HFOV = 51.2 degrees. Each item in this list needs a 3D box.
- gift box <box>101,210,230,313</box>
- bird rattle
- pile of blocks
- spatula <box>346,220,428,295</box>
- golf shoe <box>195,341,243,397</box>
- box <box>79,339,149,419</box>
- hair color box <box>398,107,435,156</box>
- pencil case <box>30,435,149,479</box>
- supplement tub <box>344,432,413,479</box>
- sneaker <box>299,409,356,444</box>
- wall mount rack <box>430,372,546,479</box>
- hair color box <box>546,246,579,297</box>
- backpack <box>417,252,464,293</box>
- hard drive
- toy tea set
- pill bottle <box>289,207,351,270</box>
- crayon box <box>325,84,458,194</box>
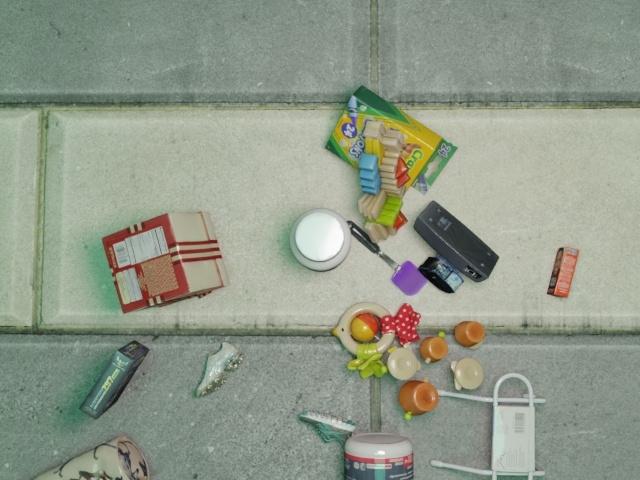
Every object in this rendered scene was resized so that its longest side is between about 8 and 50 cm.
[{"bbox_3d":[-0.434,0.053,1.855,0.276,0.258,0.255,-13,87,20],"label":"gift box"},{"bbox_3d":[0.153,0.259,1.893,0.207,0.143,0.253,39,84,20],"label":"bird rattle"},{"bbox_3d":[0.182,-0.145,1.822,0.112,0.149,0.362,12,129,30],"label":"pile of blocks"},{"bbox_3d":[0.184,0.045,1.951,0.296,0.030,0.084,41,86,3],"label":"spatula"},{"bbox_3d":[-0.305,0.372,1.928,0.176,0.069,0.086,-46,66,-5],"label":"golf shoe"},{"bbox_3d":[-0.560,0.376,1.836,0.059,0.232,0.183,33,87,-3],"label":"box"},{"bbox_3d":[0.273,-0.304,1.946,0.167,0.093,0.053,38,86,3],"label":"hair color box"},{"bbox_3d":[-0.679,0.701,1.848,0.410,0.160,0.183,-27,78,-1],"label":"pencil case"},{"bbox_3d":[0.159,0.677,1.823,0.191,0.191,0.272,0,85,1],"label":"supplement tub"},{"bbox_3d":[0.015,0.536,1.903,0.166,0.065,0.076,16,90,4],"label":"sneaker"},{"bbox_3d":[0.472,0.539,1.868,0.304,0.130,0.350,3,86,-3],"label":"wall mount rack"},{"bbox_3d":[0.697,0.092,1.920,0.043,0.072,0.141,16,85,2],"label":"hair color box"},{"bbox_3d":[0.355,0.093,1.909,0.114,0.105,0.084,44,81,-7],"label":"backpack"},{"bbox_3d":[0.382,0.004,1.892,0.254,0.172,0.054,42,123,5],"label":"hard drive"},{"bbox_3d":[0.328,0.352,1.867,0.336,0.124,0.200,-21,82,-19],"label":"toy tea set"},{"bbox_3d":[0.000,0.000,1.822,0.169,0.301,0.169,0,85,1],"label":"pill bottle"},{"bbox_3d":[0.196,-0.263,1.891,0.323,0.203,0.083,33,44,3],"label":"crayon box"}]
